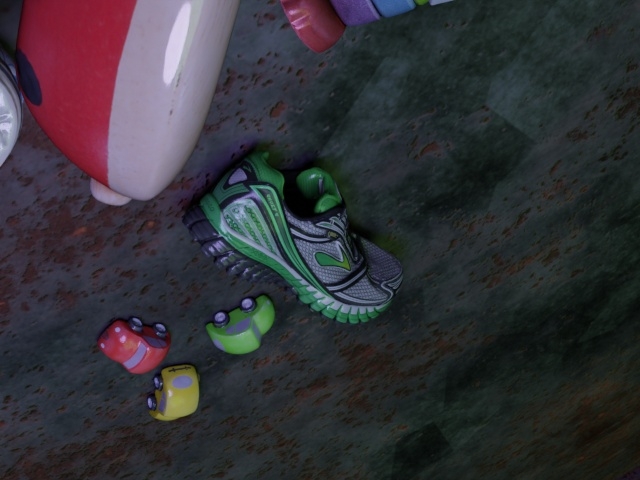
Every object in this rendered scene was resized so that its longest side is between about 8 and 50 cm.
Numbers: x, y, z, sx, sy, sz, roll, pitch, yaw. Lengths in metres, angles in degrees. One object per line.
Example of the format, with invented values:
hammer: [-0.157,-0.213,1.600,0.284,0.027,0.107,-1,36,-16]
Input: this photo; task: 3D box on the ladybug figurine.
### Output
ladybug figurine: [-0.140,-0.247,0.957,0.161,0.305,0.449,13,100,-11]

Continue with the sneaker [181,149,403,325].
sneaker: [0.000,0.000,1.463,0.146,0.134,0.343,-46,140,17]

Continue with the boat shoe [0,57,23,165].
boat shoe: [-0.462,-0.197,0.902,0.500,0.156,0.187,29,102,-33]

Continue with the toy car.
toy car: [-0.156,0.148,1.585,0.225,0.053,0.239,-28,143,-5]

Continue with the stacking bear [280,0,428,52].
stacking bear: [0.095,-0.308,1.113,0.289,0.175,0.164,-24,166,12]

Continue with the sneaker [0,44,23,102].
sneaker: [-0.373,-0.089,1.141,0.237,0.086,0.085,-45,143,18]

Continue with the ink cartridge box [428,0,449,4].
ink cartridge box: [0.221,-0.395,1.239,0.238,0.060,0.275,-16,140,-18]
